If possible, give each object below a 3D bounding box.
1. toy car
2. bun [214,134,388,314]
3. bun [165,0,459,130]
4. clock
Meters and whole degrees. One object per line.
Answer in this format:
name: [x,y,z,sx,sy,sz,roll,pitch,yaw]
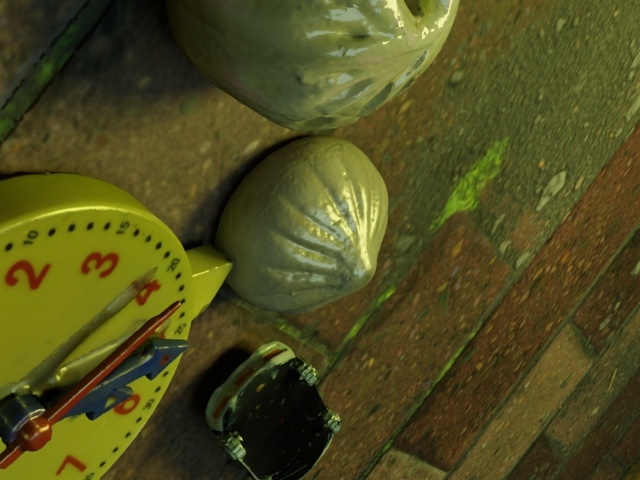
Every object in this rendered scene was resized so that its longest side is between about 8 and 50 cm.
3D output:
toy car: [-0.039,0.153,0.919,0.095,0.056,0.205,-45,153,-14]
bun: [0.000,0.000,0.774,0.138,0.094,0.138,-32,143,-28]
bun: [0.014,-0.152,0.594,0.178,0.128,0.193,16,106,-58]
clock: [-0.179,0.094,0.638,0.293,0.071,0.277,5,118,-56]
